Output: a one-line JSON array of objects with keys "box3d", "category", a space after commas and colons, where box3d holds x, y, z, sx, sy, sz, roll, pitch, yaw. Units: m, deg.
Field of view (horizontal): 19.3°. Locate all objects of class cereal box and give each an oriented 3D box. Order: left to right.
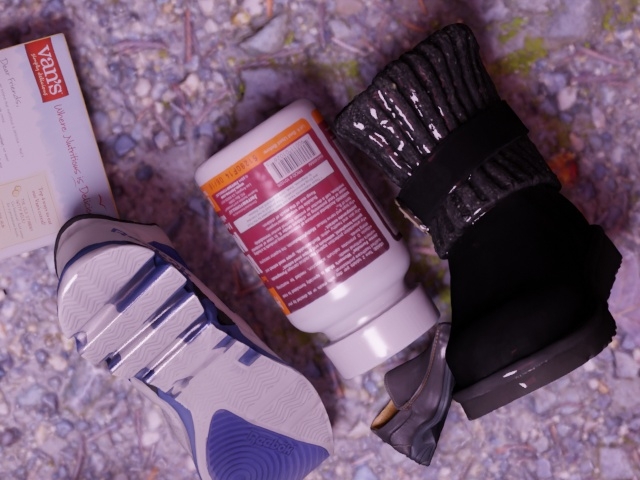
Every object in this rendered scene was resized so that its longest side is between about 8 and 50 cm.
[{"box3d": [-0.307, -0.062, 1.586, 0.240, 0.047, 0.173, -17, 96, -16], "category": "cereal box"}]

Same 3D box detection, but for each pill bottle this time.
[{"box3d": [0.000, 0.000, 1.591, 0.121, 0.121, 0.221, -34, 93, 0], "category": "pill bottle"}]

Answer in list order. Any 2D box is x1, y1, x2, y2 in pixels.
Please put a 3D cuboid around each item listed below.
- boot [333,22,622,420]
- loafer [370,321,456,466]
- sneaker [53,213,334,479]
[{"box3d": [0.114, -0.022, 1.498, 0.131, 0.348, 0.260, -32, 99, 18], "category": "boot"}, {"box3d": [0.082, 0.127, 1.593, 0.061, 0.062, 0.170, 19, 134, 5], "category": "loafer"}, {"box3d": [-0.120, 0.077, 1.593, 0.127, 0.182, 0.315, -39, 123, 2], "category": "sneaker"}]
